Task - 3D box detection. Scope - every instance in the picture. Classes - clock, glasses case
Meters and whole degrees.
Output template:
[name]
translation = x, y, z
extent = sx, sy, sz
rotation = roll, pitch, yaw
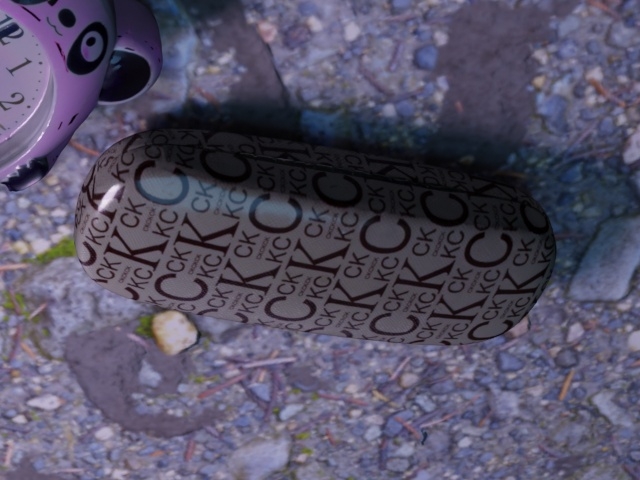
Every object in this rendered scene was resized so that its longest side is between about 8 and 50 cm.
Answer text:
[clock]
translation = -0.244, -0.120, 1.258
extent = 0.248, 0.090, 0.227
rotation = -26, 133, 12
[glasses case]
translation = 0.000, 0.000, 1.421
extent = 0.354, 0.085, 0.137
rotation = 8, 132, -19
